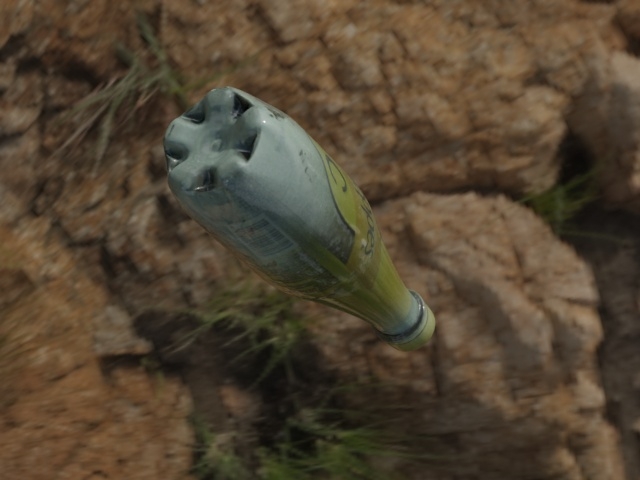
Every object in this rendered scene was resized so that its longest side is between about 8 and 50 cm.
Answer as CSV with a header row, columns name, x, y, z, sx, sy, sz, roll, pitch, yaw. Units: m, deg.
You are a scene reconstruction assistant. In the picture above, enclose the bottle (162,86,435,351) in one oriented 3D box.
name,x,y,z,sx,sy,sz,roll,pitch,yaw
bottle,0.000,0.000,1.041,0.269,0.083,0.083,42,63,-52
